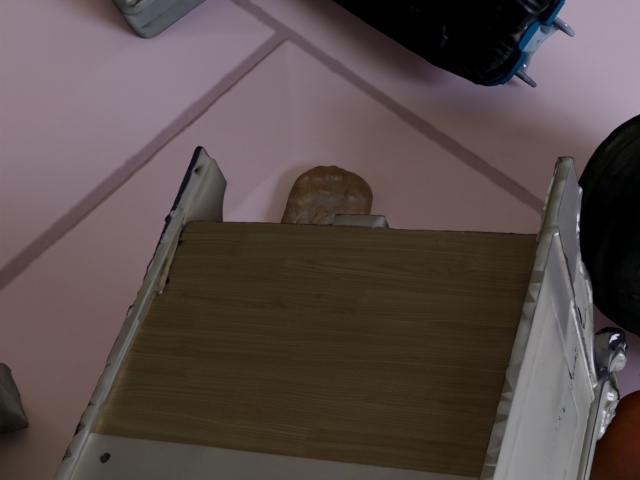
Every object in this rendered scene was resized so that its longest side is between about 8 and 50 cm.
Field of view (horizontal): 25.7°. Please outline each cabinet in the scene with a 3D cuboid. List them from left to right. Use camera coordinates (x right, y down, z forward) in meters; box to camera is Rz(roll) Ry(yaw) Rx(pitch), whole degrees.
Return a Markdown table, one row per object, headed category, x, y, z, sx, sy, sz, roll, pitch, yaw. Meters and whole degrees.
| category | x | y | z | sx | sy | sz | roll | pitch | yaw |
| --- | --- | --- | --- | --- | --- | --- | --- | --- | --- |
| cabinet | 0.023 | 0.129 | 0.897 | 0.290 | 0.227 | 0.318 | 2 | 51 | 23 |

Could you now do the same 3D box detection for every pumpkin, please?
| category | x | y | z | sx | sy | sz | roll | pitch | yaw |
| --- | --- | --- | --- | --- | --- | --- | --- | --- | --- |
| pumpkin | 0.296 | 0.019 | 1.027 | 0.250 | 0.250 | 0.216 | 28 | 100 | 15 |

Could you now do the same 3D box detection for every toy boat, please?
| category | x | y | z | sx | sy | sz | roll | pitch | yaw |
| --- | --- | --- | --- | --- | --- | --- | --- | --- | --- |
| toy boat | 0.083 | -0.242 | 1.259 | 0.299 | 0.092 | 0.134 | 40 | 95 | 27 |

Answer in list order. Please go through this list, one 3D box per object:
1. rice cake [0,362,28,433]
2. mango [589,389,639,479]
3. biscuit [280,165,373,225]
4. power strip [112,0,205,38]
| category | x | y | z | sx | sy | sz | roll | pitch | yaw |
| --- | --- | --- | --- | --- | --- | --- | --- | --- | --- |
| rice cake | -0.344 | 0.135 | 1.029 | 0.256 | 0.052 | 0.057 | -9 | 62 | -7 |
| mango | 0.324 | 0.194 | 0.974 | 0.289 | 0.129 | 0.146 | 20 | 57 | 2 |
| biscuit | 0.000 | 0.000 | 1.142 | 0.071 | 0.018 | 0.147 | 12 | 60 | 4 |
| power strip | -0.070 | -0.298 | 1.250 | 0.288 | 0.053 | 0.093 | -35 | 63 | 1 |
